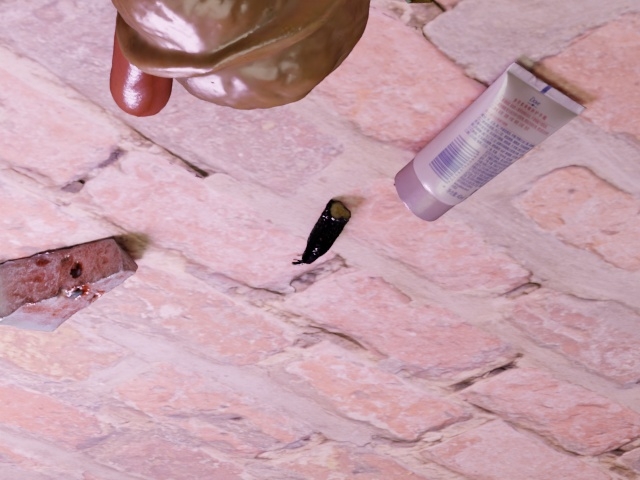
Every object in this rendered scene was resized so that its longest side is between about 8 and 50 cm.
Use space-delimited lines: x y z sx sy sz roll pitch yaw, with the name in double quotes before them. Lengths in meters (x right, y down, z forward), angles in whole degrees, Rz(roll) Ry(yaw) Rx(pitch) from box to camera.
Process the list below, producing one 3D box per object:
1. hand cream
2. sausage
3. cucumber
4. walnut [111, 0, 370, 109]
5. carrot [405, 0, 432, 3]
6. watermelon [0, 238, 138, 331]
"hand cream" 0.202 -0.125 1.842 0.133 0.083 0.248 26 128 -36
"sausage" -0.206 -0.213 1.700 0.077 0.077 0.194 6 149 -9
"cucumber" 0.000 0.000 2.062 0.043 0.039 0.163 27 142 -2
"walnut" -0.083 -0.271 1.436 0.285 0.285 0.296 -15 138 22
"carrot" 0.114 -0.334 1.514 0.068 0.069 0.229 3 148 -5
"watermelon" -0.360 0.066 2.141 0.241 0.094 0.154 -25 147 30
